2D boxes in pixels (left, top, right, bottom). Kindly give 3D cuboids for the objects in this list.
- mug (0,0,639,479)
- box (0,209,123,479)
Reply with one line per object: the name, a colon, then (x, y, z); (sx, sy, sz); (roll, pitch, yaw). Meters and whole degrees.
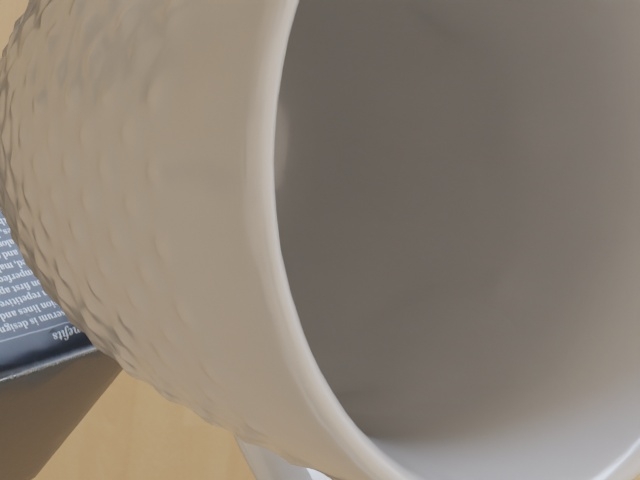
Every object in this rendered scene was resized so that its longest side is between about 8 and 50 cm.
mug: (0.000, 0.000, 0.534); (0.276, 0.328, 0.374); (-21, 108, -34)
box: (-0.394, 0.032, 1.051); (0.212, 0.293, 0.395); (-16, 65, -49)
